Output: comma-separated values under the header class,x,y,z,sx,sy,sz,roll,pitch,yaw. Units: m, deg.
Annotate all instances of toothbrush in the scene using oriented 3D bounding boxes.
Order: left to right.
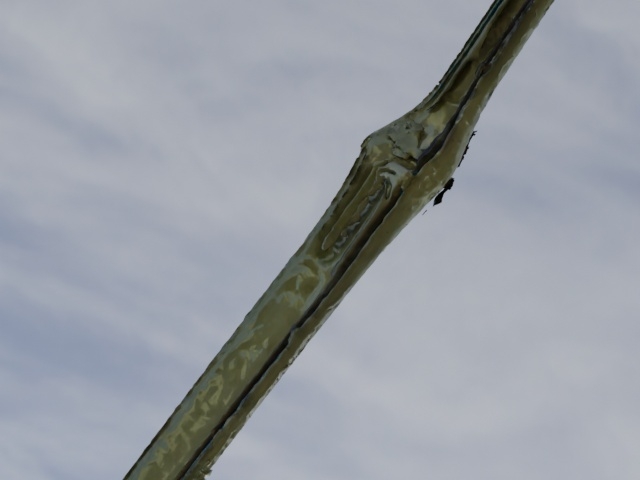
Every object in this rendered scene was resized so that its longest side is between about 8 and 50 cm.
class,x,y,z,sx,sy,sz,roll,pitch,yaw
toothbrush,0.003,0.002,0.445,0.028,0.026,0.294,26,-79,-47
